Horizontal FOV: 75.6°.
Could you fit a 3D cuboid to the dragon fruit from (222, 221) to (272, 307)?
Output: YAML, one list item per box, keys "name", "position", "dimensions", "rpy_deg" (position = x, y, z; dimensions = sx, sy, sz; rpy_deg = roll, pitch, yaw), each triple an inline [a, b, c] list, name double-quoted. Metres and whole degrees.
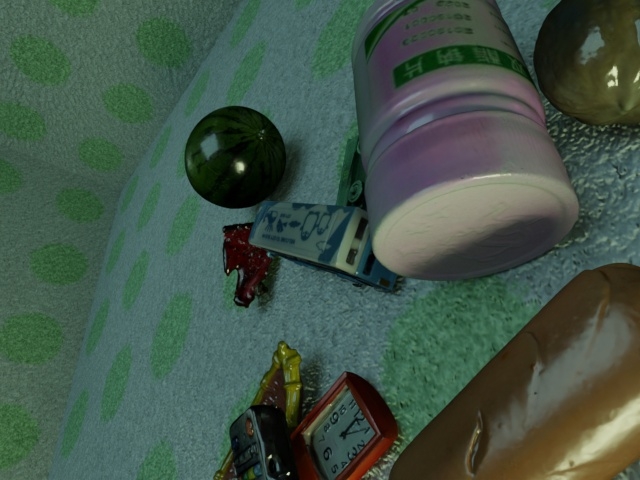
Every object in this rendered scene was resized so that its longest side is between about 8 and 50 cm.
- name: "dragon fruit"
  position: [-0.147, 0.047, 0.880]
  dimensions: [0.092, 0.122, 0.193]
  rpy_deg: [-15, 55, 31]

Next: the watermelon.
- name: "watermelon"
  position: [-0.199, -0.193, 0.979]
  dimensions: [0.242, 0.242, 0.243]
  rpy_deg: [-30, 48, 40]

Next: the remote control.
- name: "remote control"
  position: [-0.035, 0.406, 0.493]
  dimensions: [0.145, 0.062, 0.399]
  rpy_deg: [-52, 47, 44]

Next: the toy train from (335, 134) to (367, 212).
- name: "toy train"
  position: [0.074, -0.111, 0.717]
  dimensions: [0.099, 0.070, 0.172]
  rpy_deg: [-15, 60, 57]

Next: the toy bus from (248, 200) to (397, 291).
- name: "toy bus"
  position: [0.000, 0.000, 0.691]
  dimensions: [0.297, 0.130, 0.106]
  rpy_deg: [11, 79, 54]

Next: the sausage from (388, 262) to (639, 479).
- name: "sausage"
  position: [0.188, 0.157, 0.358]
  dimensions: [0.304, 0.121, 0.121]
  rpy_deg: [-54, 36, 18]

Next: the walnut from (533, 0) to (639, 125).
- name: "walnut"
  position: [0.291, -0.189, 0.411]
  dimensions: [0.140, 0.140, 0.162]
  rpy_deg: [-16, 60, 48]

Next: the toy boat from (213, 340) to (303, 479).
- name: "toy boat"
  position: [-0.097, 0.318, 0.667]
  dimensions: [0.141, 0.099, 0.318]
  rpy_deg: [26, 89, 52]

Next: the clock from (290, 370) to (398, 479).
- name: "clock"
  position: [0.030, 0.271, 0.558]
  dimensions: [0.155, 0.061, 0.113]
  rpy_deg: [-54, 36, 12]

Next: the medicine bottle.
- name: "medicine bottle"
  position: [0.149, -0.140, 0.502]
  dimensions: [0.212, 0.211, 0.326]
  rpy_deg: [-31, 47, 40]
